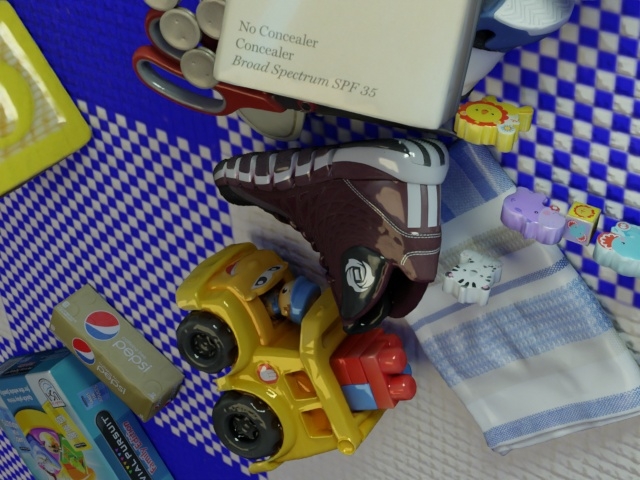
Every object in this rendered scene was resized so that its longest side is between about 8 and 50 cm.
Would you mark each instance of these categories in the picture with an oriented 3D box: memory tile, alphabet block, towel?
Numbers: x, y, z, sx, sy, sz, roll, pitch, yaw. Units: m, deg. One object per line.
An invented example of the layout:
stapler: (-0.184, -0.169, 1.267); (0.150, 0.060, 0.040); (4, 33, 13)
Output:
memory tile: (-0.088, -0.192, 0.920); (0.113, 0.012, 0.148); (-10, 120, 32)
alphabet block: (-0.414, -0.126, 1.321); (0.197, 0.193, 0.192); (-19, 107, 51)
towel: (0.147, 0.058, 1.035); (0.285, 0.034, 0.209); (55, 141, -5)

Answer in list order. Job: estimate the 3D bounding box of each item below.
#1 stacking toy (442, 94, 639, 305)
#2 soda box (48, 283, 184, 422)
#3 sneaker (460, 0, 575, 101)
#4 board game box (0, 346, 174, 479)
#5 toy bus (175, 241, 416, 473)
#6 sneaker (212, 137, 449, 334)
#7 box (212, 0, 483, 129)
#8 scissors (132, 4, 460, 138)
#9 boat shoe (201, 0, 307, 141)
stacking toy: (0.200, -0.004, 0.886); (0.221, 0.052, 0.167); (19, 130, 20)
soda box: (-0.261, 0.144, 1.492); (0.181, 0.061, 0.058); (41, 141, 12)
sneaker: (0.017, -0.209, 0.870); (0.315, 0.127, 0.182); (44, 140, 7)
board game box: (-0.336, 0.317, 1.696); (0.254, 0.079, 0.336); (-15, 108, 50)
toy bus: (-0.010, 0.106, 1.157); (0.211, 0.149, 0.220); (-12, 109, 35)
sneaker: (0.000, 0.000, 1.021); (0.281, 0.106, 0.162); (-1, 93, 54)
box: (0.044, -0.236, 0.696); (0.148, 0.121, 0.311); (13, 103, 9)
scissors: (-0.026, -0.116, 0.985); (0.297, 0.021, 0.109); (23, 143, 7)
boat shoe: (-0.057, -0.196, 0.990); (0.095, 0.079, 0.254); (3, 137, 28)
